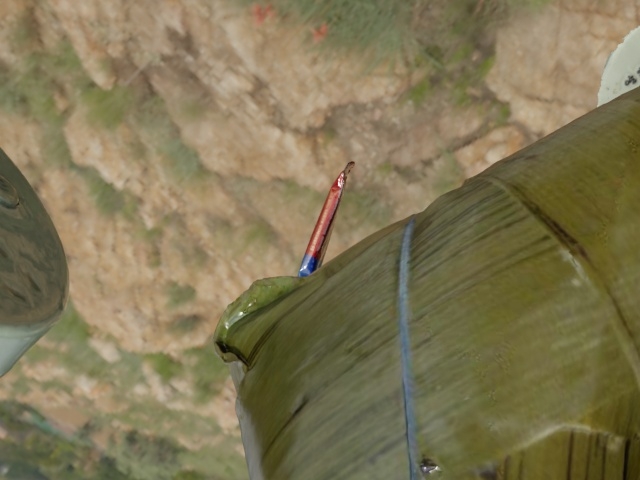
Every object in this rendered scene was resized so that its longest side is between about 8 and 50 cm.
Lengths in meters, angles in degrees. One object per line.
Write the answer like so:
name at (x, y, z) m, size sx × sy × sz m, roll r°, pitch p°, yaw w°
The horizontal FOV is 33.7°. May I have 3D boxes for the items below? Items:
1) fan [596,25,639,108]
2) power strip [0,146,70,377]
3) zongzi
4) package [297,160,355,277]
fan at (0.430, -0.115, 1.238) m, size 0.329 × 0.191 × 0.009 m, roll 57°, pitch 173°, yaw -28°
power strip at (-0.364, -0.015, 0.775) m, size 0.357 × 0.161 × 0.357 m, roll 46°, pitch -167°, yaw -13°
zongzi at (0.130, 0.080, 0.487) m, size 0.160 × 0.360 × 0.323 m, roll 41°, pitch -159°, yaw -43°
package at (0.000, 0.000, 1.275) m, size 0.022 × 0.200 × 0.083 m, roll 21°, pitch 177°, yaw 4°
